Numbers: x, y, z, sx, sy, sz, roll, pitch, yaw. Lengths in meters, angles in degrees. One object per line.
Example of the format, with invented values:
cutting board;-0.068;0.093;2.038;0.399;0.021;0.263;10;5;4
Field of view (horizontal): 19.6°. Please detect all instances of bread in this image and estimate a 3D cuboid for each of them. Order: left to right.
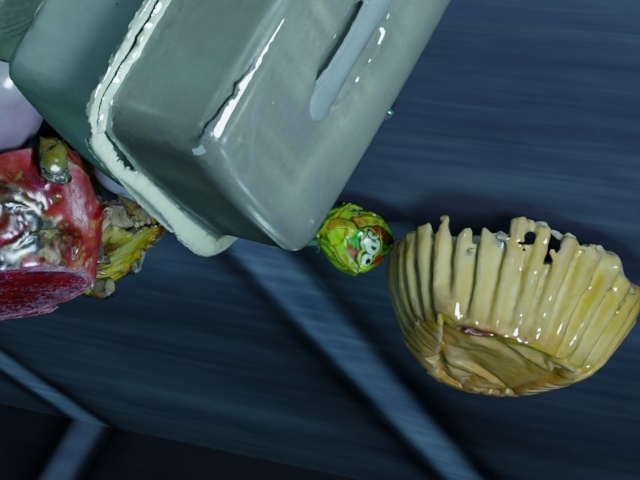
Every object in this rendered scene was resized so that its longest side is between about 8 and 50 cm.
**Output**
bread;0.188;0.072;1.891;0.274;0.149;0.274;18;161;7

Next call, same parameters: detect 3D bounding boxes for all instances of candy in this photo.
candy;0.000;-0.003;2.034;0.077;0.073;0.262;44;164;-17

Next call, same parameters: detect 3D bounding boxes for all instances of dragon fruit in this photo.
dragon fruit;-0.312;0.010;1.838;0.211;0.147;0.282;-13;166;-48

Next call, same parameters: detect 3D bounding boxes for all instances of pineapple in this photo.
pineapple;-0.270;-0.043;2.093;0.158;0.161;0.334;-29;165;11

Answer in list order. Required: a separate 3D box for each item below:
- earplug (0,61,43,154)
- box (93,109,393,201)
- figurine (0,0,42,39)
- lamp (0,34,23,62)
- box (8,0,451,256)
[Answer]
earplug;-0.352;-0.127;1.842;0.172;0.172;0.301;25;157;-22
box;-0.110;-0.091;1.759;0.264;0.106;0.337;21;165;-11
figurine;-0.282;-0.255;1.220;0.332;0.204;0.185;18;167;2
lamp;-0.258;-0.196;1.587;0.250;0.101;0.101;12;163;36
box;-0.045;-0.144;1.181;0.166;0.290;0.220;24;168;29
